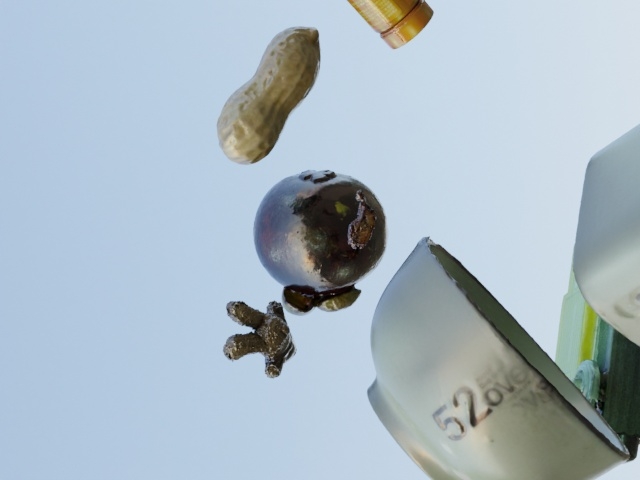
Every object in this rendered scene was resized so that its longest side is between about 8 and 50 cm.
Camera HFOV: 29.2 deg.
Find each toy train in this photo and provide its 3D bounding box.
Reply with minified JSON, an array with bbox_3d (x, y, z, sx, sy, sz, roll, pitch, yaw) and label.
[{"bbox_3d":[0.504,0.167,2.117,0.272,0.179,0.442,117,165,-73],"label":"toy train"}]

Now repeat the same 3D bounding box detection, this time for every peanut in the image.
[{"bbox_3d":[-0.092,-0.273,2.274,0.120,0.136,0.298,41,-102,-41],"label":"peanut"}]

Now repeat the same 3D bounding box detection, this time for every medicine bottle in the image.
[{"bbox_3d":[0.086,-0.405,1.958,0.192,0.096,0.096,45,-132,-20],"label":"medicine bottle"}]

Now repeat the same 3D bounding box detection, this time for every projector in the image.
[{"bbox_3d":[0.442,-0.020,1.279,0.248,0.249,0.248,34,-133,-17],"label":"projector"}]

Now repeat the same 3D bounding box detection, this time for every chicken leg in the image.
[{"bbox_3d":[0.059,-0.028,1.722,0.021,0.036,0.083,161,121,-78],"label":"chicken leg"}]

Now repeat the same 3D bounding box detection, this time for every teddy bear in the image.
[{"bbox_3d":[-0.075,0.142,1.826,0.160,0.078,0.119,32,-126,-59],"label":"teddy bear"}]

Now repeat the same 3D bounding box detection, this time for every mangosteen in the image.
[{"bbox_3d":[0.000,0.000,2.448,0.288,0.288,0.288,0,-90,-61],"label":"mangosteen"}]

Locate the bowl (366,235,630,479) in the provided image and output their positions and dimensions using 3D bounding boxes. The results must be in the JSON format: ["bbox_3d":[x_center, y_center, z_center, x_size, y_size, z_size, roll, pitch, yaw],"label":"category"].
[{"bbox_3d":[0.179,0.182,1.470,0.185,0.354,0.354,-43,-34,7],"label":"bowl"}]
